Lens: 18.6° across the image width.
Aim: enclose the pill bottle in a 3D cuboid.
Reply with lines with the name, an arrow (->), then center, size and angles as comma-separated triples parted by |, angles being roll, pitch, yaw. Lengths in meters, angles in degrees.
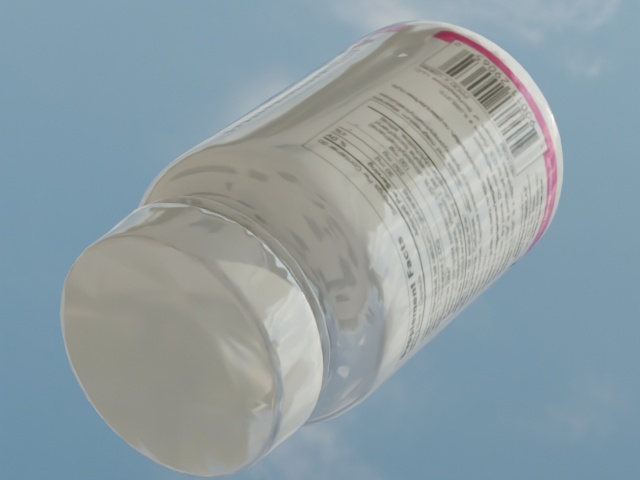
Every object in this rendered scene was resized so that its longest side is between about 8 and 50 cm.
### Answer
pill bottle -> 0.000, 0.000, 1.048 | 0.160, 0.160, 0.283 | 8, -152, 33
